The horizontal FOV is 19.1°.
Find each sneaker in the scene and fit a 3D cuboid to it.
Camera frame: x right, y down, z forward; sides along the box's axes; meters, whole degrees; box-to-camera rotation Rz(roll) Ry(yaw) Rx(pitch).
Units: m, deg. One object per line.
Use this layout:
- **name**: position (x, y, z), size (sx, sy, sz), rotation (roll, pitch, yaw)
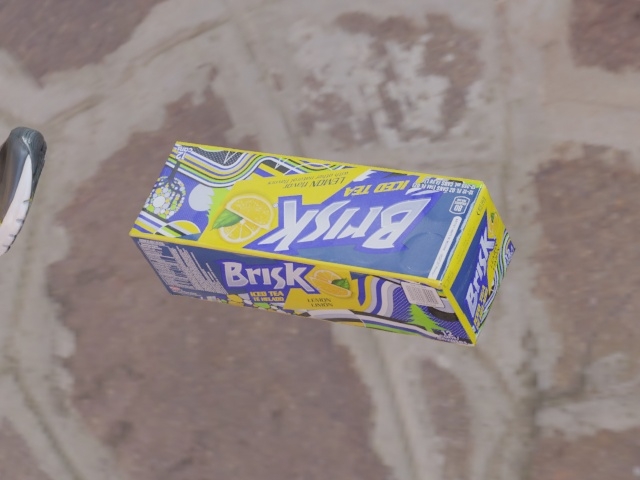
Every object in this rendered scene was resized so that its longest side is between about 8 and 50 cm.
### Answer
- **sneaker**: position (-0.123, -0.010, 0.665), size (0.035, 0.083, 0.031), rotation (25, 38, -14)

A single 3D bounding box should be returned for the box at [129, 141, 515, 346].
- **box**: position (0.000, 0.000, 0.882), size (0.059, 0.169, 0.054), rotation (-65, 147, -26)
